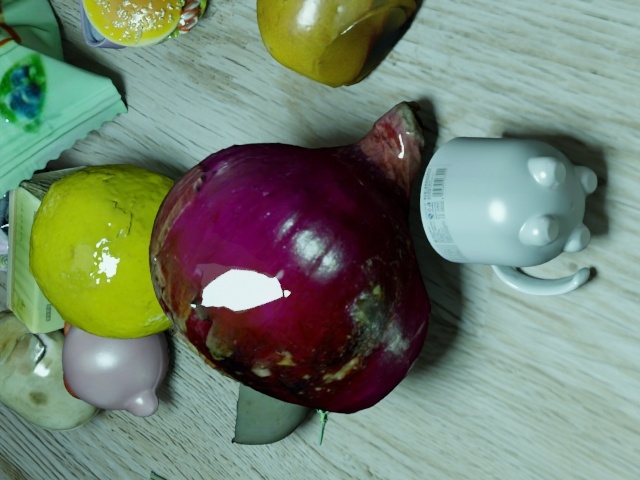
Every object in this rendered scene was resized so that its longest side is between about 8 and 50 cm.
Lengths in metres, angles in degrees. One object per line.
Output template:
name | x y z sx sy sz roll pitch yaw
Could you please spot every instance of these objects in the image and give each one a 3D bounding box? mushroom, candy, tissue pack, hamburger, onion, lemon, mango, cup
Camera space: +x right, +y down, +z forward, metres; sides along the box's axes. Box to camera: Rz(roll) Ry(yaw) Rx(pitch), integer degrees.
mushroom | -0.062 0.190 1.559 0.117 0.141 0.188 16 111 9
mushroom | -0.461 0.212 1.948 0.255 0.184 0.255 37 152 24
candy | -0.504 -0.276 1.850 0.398 0.262 0.172 51 165 38
tissue pack | -0.408 0.014 1.867 0.125 0.159 0.234 31 121 41
hamburger | -0.246 -0.368 1.597 0.116 0.172 0.210 145 112 -86
onion | 0.000 0.000 1.335 0.385 0.347 0.347 -51 55 1
candy | 0.003 0.245 1.571 0.025 0.023 0.083 21 122 27
lemon | -0.288 0.014 1.667 0.284 0.260 0.261 44 129 33
mango | 0.014 -0.299 1.334 0.236 0.136 0.166 -46 62 38
cup | 0.200 -0.019 1.194 0.142 0.134 0.174 6 103 46

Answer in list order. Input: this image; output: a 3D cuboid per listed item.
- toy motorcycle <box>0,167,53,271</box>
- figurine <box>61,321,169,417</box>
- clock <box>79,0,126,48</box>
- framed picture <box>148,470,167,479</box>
toy motorcycle | -0.550 -0.056 2.011 0.327 0.143 0.188 22 102 59
figurine | -0.314 0.178 1.800 0.173 0.173 0.173 15 110 46
clock | -0.314 -0.364 1.749 0.110 0.050 0.153 8 106 47
framed picture | -0.188 0.519 1.854 0.293 0.018 0.231 14 110 46
